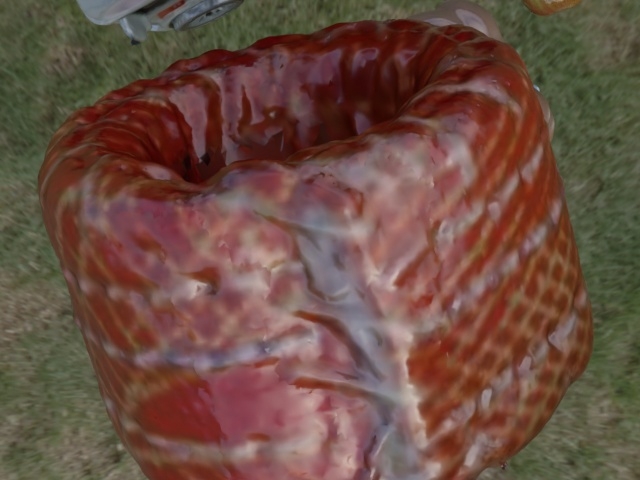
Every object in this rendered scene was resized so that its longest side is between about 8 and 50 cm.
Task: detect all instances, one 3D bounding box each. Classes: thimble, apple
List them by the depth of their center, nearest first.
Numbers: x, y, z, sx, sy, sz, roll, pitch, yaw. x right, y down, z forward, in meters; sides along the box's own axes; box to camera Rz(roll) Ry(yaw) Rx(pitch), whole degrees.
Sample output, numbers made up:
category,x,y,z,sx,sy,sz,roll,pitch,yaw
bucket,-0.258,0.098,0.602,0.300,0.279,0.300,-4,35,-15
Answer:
category,x,y,z,sx,sy,sz,roll,pitch,yaw
thimble,0.000,0.000,0.808,0.350,0.350,0.230,-15,112,-3
apple,0.278,-0.308,1.475,0.084,0.084,0.071,-21,98,-3

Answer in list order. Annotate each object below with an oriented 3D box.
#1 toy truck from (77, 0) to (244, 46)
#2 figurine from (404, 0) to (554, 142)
category,x,y,z,sx,sy,sz,roll,pitch,yaw
toy truck,-0.039,-0.300,0.928,0.387,0.207,0.173,-25,93,22
figurine,0.131,-0.207,1.747,0.277,0.388,0.248,10,78,-23
